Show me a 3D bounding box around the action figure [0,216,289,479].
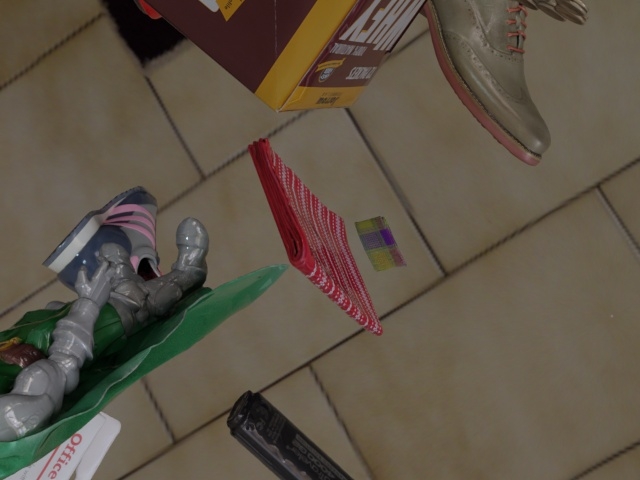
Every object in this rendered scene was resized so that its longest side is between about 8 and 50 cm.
[{"bbox_3d":[-0.113,0.049,0.435,0.137,0.232,0.064,-18,101,20],"label":"action figure"}]

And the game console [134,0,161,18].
[{"bbox_3d":[-0.212,-0.450,1.065,0.060,0.387,0.342,-13,49,6],"label":"game console"}]

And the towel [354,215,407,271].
[{"bbox_3d":[0.085,0.006,1.507,0.060,0.009,0.083,-15,107,45],"label":"towel"}]

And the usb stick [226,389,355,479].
[{"bbox_3d":[-0.009,0.304,1.368,0.278,0.077,0.045,45,128,-13],"label":"usb stick"}]

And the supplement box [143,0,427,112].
[{"bbox_3d":[-0.019,-0.216,0.679,0.194,0.129,0.191,41,110,11],"label":"supplement box"}]

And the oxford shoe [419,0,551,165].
[{"bbox_3d":[0.211,-0.260,1.332,0.130,0.123,0.348,-32,77,23],"label":"oxford shoe"}]

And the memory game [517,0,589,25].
[{"bbox_3d":[0.192,-0.272,1.077,0.186,0.186,0.012,33,96,15],"label":"memory game"}]

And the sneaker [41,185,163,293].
[{"bbox_3d":[-0.260,0.019,1.416,0.131,0.319,0.112,43,106,-5],"label":"sneaker"}]

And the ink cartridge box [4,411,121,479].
[{"bbox_3d":[-0.214,0.127,0.681,0.180,0.060,0.104,36,77,-28],"label":"ink cartridge box"}]

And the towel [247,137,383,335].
[{"bbox_3d":[0.000,0.000,1.380,0.031,0.275,0.199,-28,58,12],"label":"towel"}]
